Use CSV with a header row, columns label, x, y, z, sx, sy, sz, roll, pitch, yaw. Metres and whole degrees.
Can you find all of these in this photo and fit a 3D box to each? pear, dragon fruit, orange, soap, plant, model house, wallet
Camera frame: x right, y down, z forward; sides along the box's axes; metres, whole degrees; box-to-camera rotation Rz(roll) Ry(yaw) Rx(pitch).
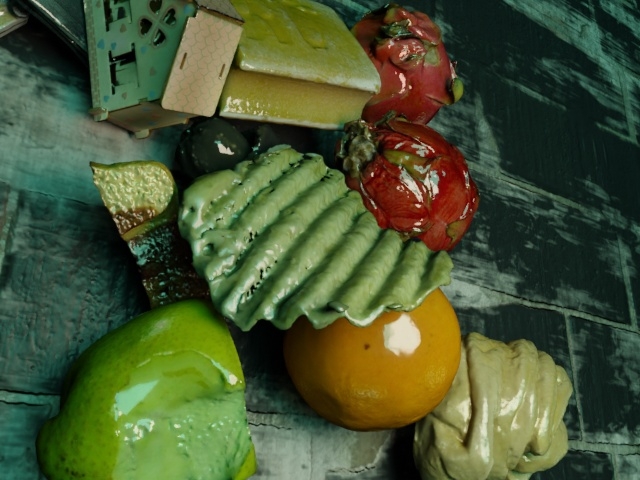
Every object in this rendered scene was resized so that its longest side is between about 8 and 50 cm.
label,x,y,z,sx,sy,sz,roll,pitch,yaw
pear,-0.247,0.241,0.862,0.281,0.176,0.286,-9,91,-22
dragon fruit,0.190,-0.393,1.399,0.305,0.226,0.305,13,63,-29
dragon fruit,0.171,-0.099,1.245,0.342,0.277,0.277,24,59,-48
orange,0.087,0.176,1.072,0.312,0.312,0.312,12,66,-30
soap,-0.086,-0.358,1.200,0.335,0.156,0.293,1,46,-35
plant,-0.138,-0.126,1.120,0.256,0.164,0.142,34,59,-34
model house,-0.251,-0.350,1.016,0.169,0.244,0.326,-2,86,-59
wallet,-0.406,-0.482,1.079,0.237,0.075,0.342,45,48,-51

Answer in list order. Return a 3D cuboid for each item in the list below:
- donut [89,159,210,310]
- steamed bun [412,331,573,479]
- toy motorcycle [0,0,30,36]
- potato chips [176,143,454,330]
label,x,y,z,sx,sy,sz,roll,pitch,yaw
donut,-0.260,-0.012,0.989,0.112,0.151,0.295,-17,114,-8
steamed bun,0.342,0.344,1.186,0.372,0.230,0.325,22,79,-48
toy motorcycle,-0.549,-0.393,0.993,0.151,0.074,0.229,47,63,-17
potato chips,-0.006,0.001,0.959,0.389,0.097,0.373,-21,54,-40
